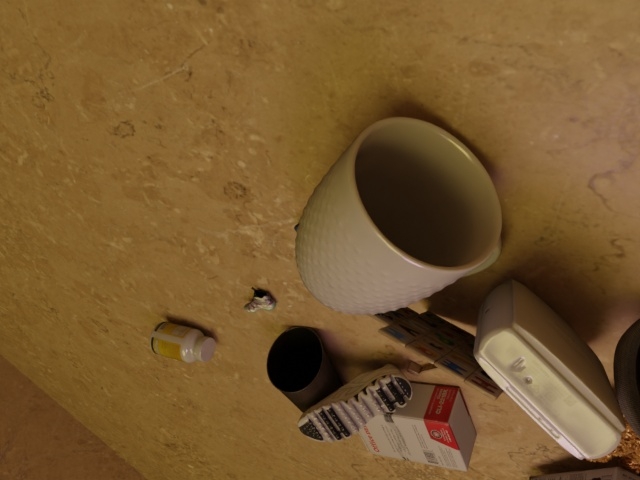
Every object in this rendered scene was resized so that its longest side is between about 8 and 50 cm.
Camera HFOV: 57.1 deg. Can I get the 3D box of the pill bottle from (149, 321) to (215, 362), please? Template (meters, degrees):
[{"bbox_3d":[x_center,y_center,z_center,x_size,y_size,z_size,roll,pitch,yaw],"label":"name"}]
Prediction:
[{"bbox_3d":[-0.411,0.309,1.762,0.184,0.103,0.103,9,132,26],"label":"pill bottle"}]

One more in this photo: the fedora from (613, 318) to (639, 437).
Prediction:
[{"bbox_3d":[0.617,0.252,0.989,0.244,0.275,0.124,-6,153,12],"label":"fedora"}]

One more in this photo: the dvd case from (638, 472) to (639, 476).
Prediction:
[{"bbox_3d":[0.785,0.552,1.318,0.120,0.013,0.087,-4,126,35],"label":"dvd case"}]

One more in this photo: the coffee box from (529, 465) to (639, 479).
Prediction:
[{"bbox_3d":[0.629,0.615,1.342,0.168,0.118,0.297,26,149,-7],"label":"coffee box"}]

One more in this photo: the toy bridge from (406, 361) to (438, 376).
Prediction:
[{"bbox_3d":[0.262,0.269,1.368,0.063,0.026,0.188,27,138,6],"label":"toy bridge"}]

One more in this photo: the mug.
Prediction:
[{"bbox_3d":[0.144,0.000,1.045,0.375,0.276,0.328,12,150,-21],"label":"mug"}]

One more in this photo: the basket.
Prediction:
[{"bbox_3d":[-0.023,0.371,1.537,0.154,0.204,0.226,-22,128,8],"label":"basket"}]

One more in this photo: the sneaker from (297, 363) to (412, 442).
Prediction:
[{"bbox_3d":[0.082,0.396,1.444,0.292,0.118,0.110,-25,108,3],"label":"sneaker"}]

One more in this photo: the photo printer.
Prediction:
[{"bbox_3d":[0.389,0.200,1.027,0.256,0.307,0.107,45,110,5],"label":"photo printer"}]

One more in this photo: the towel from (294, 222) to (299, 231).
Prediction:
[{"bbox_3d":[0.000,0.000,1.279,0.067,0.029,0.119,-24,114,43],"label":"towel"}]

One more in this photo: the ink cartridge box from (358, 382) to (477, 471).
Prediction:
[{"bbox_3d":[0.234,0.465,1.501,0.273,0.114,0.196,-2,128,32],"label":"ink cartridge box"}]

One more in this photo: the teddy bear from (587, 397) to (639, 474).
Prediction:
[{"bbox_3d":[0.651,0.384,1.174,0.245,0.113,0.338,32,138,-1],"label":"teddy bear"}]

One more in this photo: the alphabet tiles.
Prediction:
[{"bbox_3d":[0.260,0.207,1.125,0.343,0.285,0.011,28,103,25],"label":"alphabet tiles"}]

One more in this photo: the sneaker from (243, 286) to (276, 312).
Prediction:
[{"bbox_3d":[-0.167,0.149,1.517,0.098,0.038,0.069,-12,120,27],"label":"sneaker"}]
